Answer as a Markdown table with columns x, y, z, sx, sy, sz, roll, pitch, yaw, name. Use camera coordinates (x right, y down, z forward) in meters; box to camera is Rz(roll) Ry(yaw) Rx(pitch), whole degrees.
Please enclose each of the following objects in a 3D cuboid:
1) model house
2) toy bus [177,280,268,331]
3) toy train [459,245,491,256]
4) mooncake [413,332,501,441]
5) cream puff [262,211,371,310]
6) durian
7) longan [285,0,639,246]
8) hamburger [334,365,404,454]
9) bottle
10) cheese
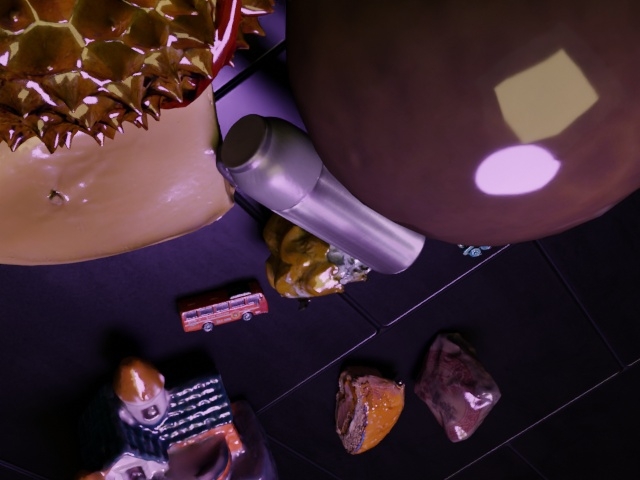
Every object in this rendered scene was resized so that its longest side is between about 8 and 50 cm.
| x | y | z | sx | sy | sz | roll | pitch | yaw | name |
| --- | --- | --- | --- | --- | --- | --- | --- | --- | --- |
| -0.205 | 0.273 | 1.174 | 0.271 | 0.190 | 0.301 | -17 | 136 | -6 | model house |
| -0.122 | 0.082 | 1.137 | 0.110 | 0.031 | 0.043 | -15 | 130 | -11 | toy bus |
| 0.218 | -0.015 | 1.203 | 0.092 | 0.029 | 0.045 | -41 | 128 | 19 | toy train |
| 0.198 | 0.218 | 1.350 | 0.073 | 0.130 | 0.125 | -14 | 137 | -32 | mooncake |
| 0.000 | -0.001 | 1.057 | 0.121 | 0.156 | 0.156 | 11 | 145 | 25 | cream puff |
| -0.189 | -0.229 | 0.593 | 0.384 | 0.348 | 0.348 | -1 | 134 | -8 | durian |
| 0.163 | -0.185 | 0.788 | 0.404 | 0.336 | 0.405 | -1 | 100 | -6 | longan |
| 0.083 | 0.251 | 1.362 | 0.102 | 0.087 | 0.176 | -10 | 133 | -14 | hamburger |
| 0.003 | -0.041 | 0.904 | 0.096 | 0.080 | 0.253 | -15 | 149 | 36 | bottle |
| -0.238 | -0.073 | 0.856 | 0.315 | 0.128 | 0.260 | -14 | 139 | -9 | cheese |
